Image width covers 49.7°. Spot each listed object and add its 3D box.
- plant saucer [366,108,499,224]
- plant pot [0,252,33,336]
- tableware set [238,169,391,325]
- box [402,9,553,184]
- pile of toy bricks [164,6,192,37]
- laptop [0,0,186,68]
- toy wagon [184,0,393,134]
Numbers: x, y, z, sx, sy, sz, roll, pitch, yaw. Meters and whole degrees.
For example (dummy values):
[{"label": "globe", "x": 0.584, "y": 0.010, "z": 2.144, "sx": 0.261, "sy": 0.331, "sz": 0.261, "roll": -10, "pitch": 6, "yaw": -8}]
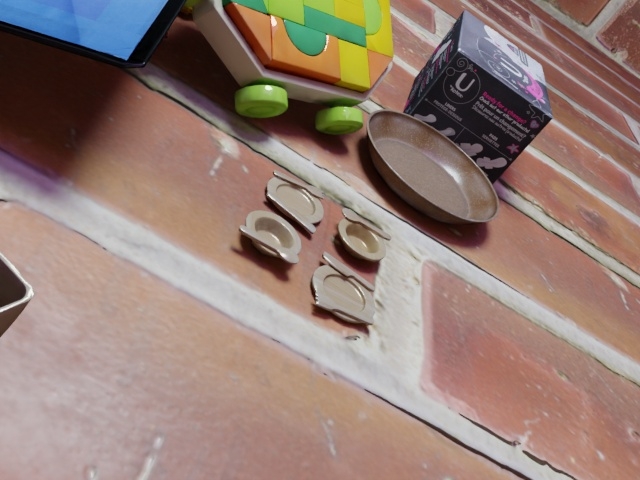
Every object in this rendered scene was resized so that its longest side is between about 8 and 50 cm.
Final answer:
[{"label": "plant saucer", "x": 0.132, "y": -0.084, "z": 0.853, "sx": 0.198, "sy": 0.036, "sz": 0.199, "roll": 24, "pitch": 35, "yaw": -18}, {"label": "plant pot", "x": -0.217, "y": 0.035, "z": 0.307, "sx": 0.109, "sy": 0.096, "sz": 0.109, "roll": 44, "pitch": 33, "yaw": 10}, {"label": "tableware set", "x": 0.000, "y": 0.000, "z": 0.634, "sx": 0.141, "sy": 0.020, "sz": 0.169, "roll": 32, "pitch": 33, "yaw": -7}, {"label": "box", "x": 0.231, "y": -0.215, "z": 1.017, "sx": 0.163, "sy": 0.142, "sz": 0.247, "roll": 33, "pitch": 33, "yaw": -6}, {"label": "pile of toy bricks", "x": -0.180, "y": -0.274, "z": 0.748, "sx": 0.212, "sy": 0.118, "sz": 0.105, "roll": 9, "pitch": 83, "yaw": -59}, {"label": "laptop", "x": -0.215, "y": -0.275, "z": 0.499, "sx": 0.234, "sy": 0.136, "sz": 0.264, "roll": -80, "pitch": 152, "yaw": -47}, {"label": "toy wagon", "x": -0.051, "y": -0.264, "z": 0.741, "sx": 0.344, "sy": 0.068, "sz": 0.267, "roll": 3, "pitch": 80, "yaw": -45}]
